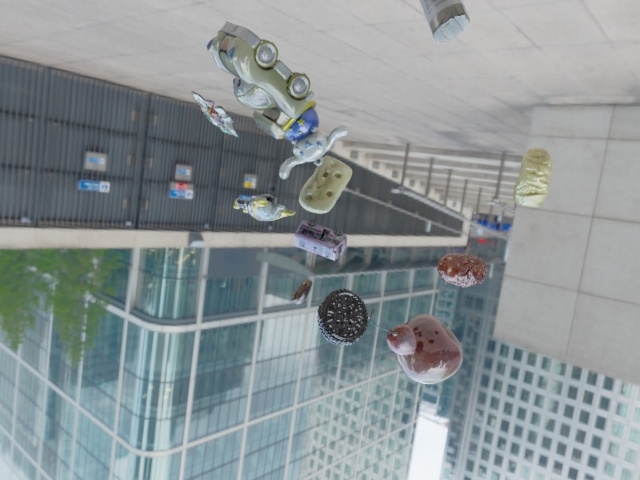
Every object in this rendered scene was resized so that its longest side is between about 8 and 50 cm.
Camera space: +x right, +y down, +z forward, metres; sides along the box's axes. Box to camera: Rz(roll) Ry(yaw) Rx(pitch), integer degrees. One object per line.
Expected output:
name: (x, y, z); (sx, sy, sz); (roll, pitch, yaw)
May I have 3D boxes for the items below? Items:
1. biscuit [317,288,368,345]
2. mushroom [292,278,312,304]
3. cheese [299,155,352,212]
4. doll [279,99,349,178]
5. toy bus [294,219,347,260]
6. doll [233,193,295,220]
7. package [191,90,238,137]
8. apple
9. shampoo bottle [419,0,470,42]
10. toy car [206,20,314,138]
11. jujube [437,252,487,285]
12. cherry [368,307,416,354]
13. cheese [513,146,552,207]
biscuit: (0.077, 0.258, 1.748); (0.195, 0.194, 0.053); (5, 167, -23)
mushroom: (-0.074, 0.219, 2.213); (0.052, 0.123, 0.123); (36, -177, -8)
cheese: (0.018, -0.236, 2.244); (0.159, 0.262, 0.093); (29, 169, 5)
doll: (-0.077, -0.385, 1.964); (0.243, 0.311, 0.159); (40, -167, -10)
toy bus: (0.000, 0.000, 2.057); (0.199, 0.096, 0.108); (20, -130, 13)
doll: (-0.239, -0.133, 2.046); (0.316, 0.103, 0.145); (10, 145, 53)
package: (-0.413, -0.487, 2.016); (0.232, 0.040, 0.166); (34, 162, 35)
apple: (0.436, 0.449, 2.116); (0.305, 0.235, 0.305); (46, -167, -14)
shampoo bottle: (0.271, -0.552, 1.180); (0.086, 0.227, 0.056); (-29, 142, 30)
toy car: (-0.214, -0.527, 1.709); (0.336, 0.226, 0.242); (33, -174, -42)
jujube: (0.436, 0.093, 1.600); (0.176, 0.112, 0.109); (9, -132, -41)
cherry: (0.269, 0.328, 1.884); (0.225, 0.107, 0.090); (51, 179, -9)
cheese: (0.777, -0.234, 1.897); (0.118, 0.213, 0.226); (10, -154, 17)
